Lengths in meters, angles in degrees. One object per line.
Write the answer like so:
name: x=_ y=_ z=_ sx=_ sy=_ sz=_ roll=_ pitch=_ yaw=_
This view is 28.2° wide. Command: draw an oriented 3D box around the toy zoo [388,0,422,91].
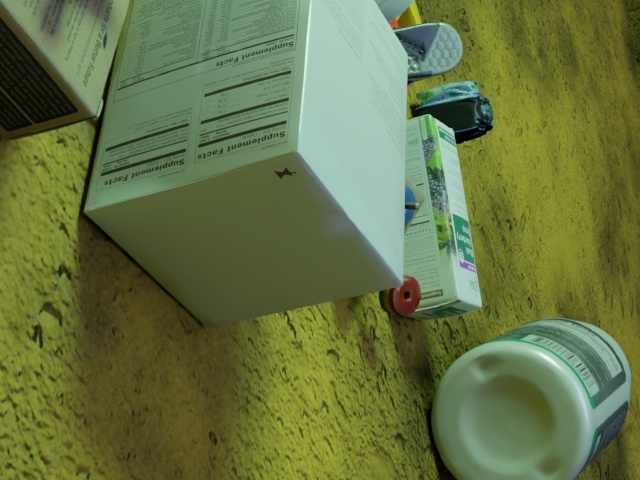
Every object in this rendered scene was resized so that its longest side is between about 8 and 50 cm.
toy zoo: x=0.084 y=-0.300 z=1.706 sx=0.192 sy=0.030 sz=0.293 roll=67 pitch=26 yaw=-22

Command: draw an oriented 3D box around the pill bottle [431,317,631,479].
pill bottle: x=0.296 y=0.212 z=1.693 sx=0.361 sy=0.204 sz=0.204 roll=-7 pitch=84 yaw=-66

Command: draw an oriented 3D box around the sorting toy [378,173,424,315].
sorting toy: x=0.054 y=-0.040 z=1.384 sx=0.274 sy=0.046 sz=0.132 roll=46 pitch=65 yaw=-34

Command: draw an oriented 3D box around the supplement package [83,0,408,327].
supplement package: x=-0.052 y=-0.099 z=1.102 sx=0.199 sy=0.198 sz=0.263 roll=50 pitch=35 yaw=-46

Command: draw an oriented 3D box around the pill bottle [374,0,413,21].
pill bottle: x=0.002 y=-0.351 z=1.396 sx=0.283 sy=0.160 sz=0.160 roll=31 pitch=50 yaw=-59

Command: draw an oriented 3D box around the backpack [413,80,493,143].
backpack: x=0.190 y=-0.179 z=1.787 sx=0.114 sy=0.105 sz=0.084 roll=3 pitch=76 yaw=-70

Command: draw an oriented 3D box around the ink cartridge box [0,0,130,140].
ink cartridge box: x=-0.224 y=-0.222 z=0.926 sx=0.193 sy=0.088 sz=0.235 roll=55 pitch=30 yaw=-42

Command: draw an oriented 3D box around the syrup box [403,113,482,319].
syrup box: x=0.128 y=-0.025 z=1.582 sx=0.093 sy=0.096 sz=0.237 roll=18 pitch=60 yaw=-63

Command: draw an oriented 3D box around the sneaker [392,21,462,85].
sneaker: x=0.028 y=-0.205 z=1.481 sx=0.226 sy=0.163 sz=0.086 roll=-4 pitch=91 yaw=-25
